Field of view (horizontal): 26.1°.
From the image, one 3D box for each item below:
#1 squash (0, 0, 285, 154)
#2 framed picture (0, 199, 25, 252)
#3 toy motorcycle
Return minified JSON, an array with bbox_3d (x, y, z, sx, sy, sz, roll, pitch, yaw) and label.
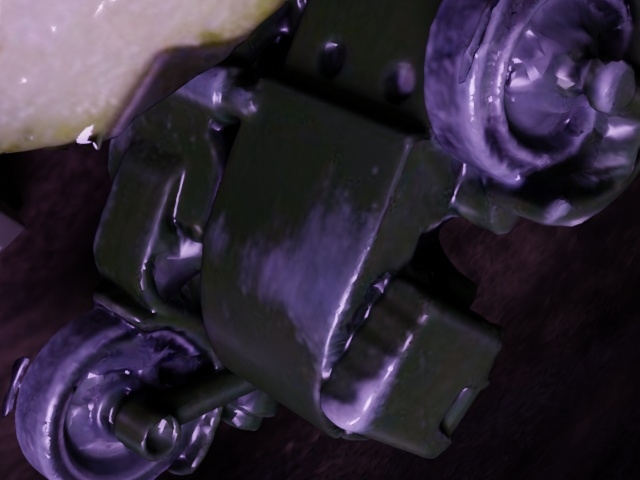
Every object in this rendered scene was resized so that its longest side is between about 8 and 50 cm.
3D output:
[{"bbox_3d":[-0.101,-0.138,0.355,0.220,0.133,0.220,-16,132,-19],"label":"squash"},{"bbox_3d":[-0.188,0.073,0.416,0.250,0.016,0.184,-46,-176,-8],"label":"framed picture"},{"bbox_3d":[0.009,-0.012,0.482,0.127,0.205,0.275,11,102,-47],"label":"toy motorcycle"}]
